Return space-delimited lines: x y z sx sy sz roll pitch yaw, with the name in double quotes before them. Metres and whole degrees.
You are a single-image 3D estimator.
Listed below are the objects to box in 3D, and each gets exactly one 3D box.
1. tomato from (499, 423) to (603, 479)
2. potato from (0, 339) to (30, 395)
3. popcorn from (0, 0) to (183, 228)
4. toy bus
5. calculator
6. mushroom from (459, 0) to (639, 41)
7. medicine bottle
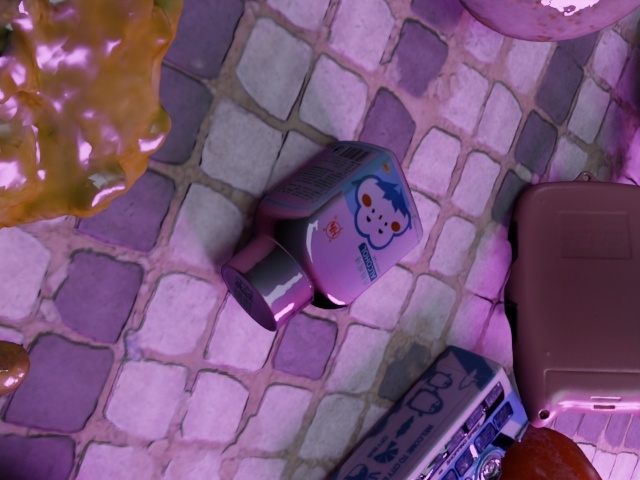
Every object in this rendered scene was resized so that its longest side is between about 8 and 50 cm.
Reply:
"tomato" 0.290 0.365 0.967 0.232 0.188 0.232 -11 108 -37
"potato" -0.271 0.103 0.547 0.092 0.046 0.045 -7 65 -45
"popcorn" -0.218 -0.110 0.454 0.266 0.192 0.233 -52 148 16
"toy bus" 0.123 0.275 0.867 0.297 0.106 0.131 -42 122 -23
"calculator" 0.342 0.067 0.895 0.048 0.220 0.330 76 15 -75
"mushroom" 0.240 -0.337 0.732 0.243 0.243 0.244 -12 110 -35
"medicine bottle" 0.000 0.000 0.693 0.188 0.094 0.119 -40 124 -23
